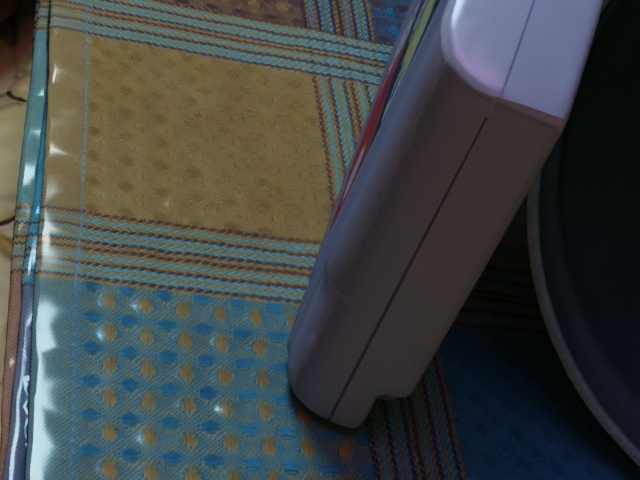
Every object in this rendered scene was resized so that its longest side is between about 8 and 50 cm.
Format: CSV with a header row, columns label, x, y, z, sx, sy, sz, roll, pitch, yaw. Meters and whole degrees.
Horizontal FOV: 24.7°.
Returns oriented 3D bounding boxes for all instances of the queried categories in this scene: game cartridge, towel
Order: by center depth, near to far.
label,x,y,z,sx,sy,sz,roll,pitch,yaw
game cartridge,0.065,-0.088,0.591,0.060,0.196,0.294,25,41,-5
towel,0.000,0.000,0.646,0.271,0.040,0.370,10,44,-18

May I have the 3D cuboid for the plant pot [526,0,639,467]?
label,x,y,z,sx,sy,sz,roll,pitch,yaw
plant pot,0.240,-0.037,0.605,0.293,0.293,0.196,15,22,8
